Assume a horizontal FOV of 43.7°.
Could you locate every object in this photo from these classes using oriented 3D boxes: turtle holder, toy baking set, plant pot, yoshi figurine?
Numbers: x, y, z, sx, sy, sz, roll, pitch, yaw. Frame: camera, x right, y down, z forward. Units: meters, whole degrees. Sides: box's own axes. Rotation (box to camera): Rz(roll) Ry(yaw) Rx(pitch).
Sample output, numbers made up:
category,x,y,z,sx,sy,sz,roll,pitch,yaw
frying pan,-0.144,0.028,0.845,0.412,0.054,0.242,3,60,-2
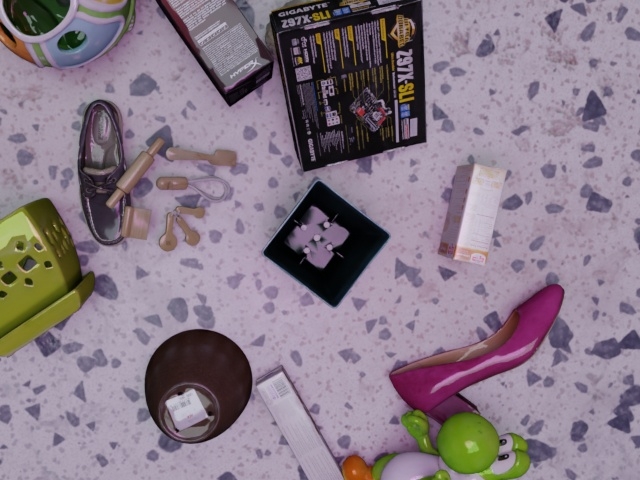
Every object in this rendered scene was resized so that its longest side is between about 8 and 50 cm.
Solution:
category,x,y,z,sx,sy,sz,roll,pitch,yaw
turtle holder,-0.434,-0.432,1.408,0.320,0.227,0.243,-10,108,2
toy baking set,-0.282,-0.097,1.537,0.197,0.030,0.256,36,83,-28
plant pot,0.000,0.000,1.492,0.166,0.234,0.165,37,89,-6
yoshi figurine,0.197,0.412,1.482,0.362,0.203,0.203,-24,73,20
plant pot,-0.237,0.290,1.492,0.215,0.230,0.215,0,93,-4
plant pot,-0.552,0.072,1.465,0.228,0.227,0.207,-33,101,-2

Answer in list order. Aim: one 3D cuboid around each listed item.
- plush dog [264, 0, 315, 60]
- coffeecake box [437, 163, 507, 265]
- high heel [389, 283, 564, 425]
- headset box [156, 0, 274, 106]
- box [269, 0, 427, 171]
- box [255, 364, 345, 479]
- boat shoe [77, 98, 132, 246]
category,x,y,z,sx,sy,sz,roll,pitch,yaw
plush dog,0.055,-0.424,1.513,0.225,0.210,0.262,25,91,-29
coffeecake box,0.293,-0.051,1.557,0.068,0.142,0.185,12,93,-5
high heel,0.314,0.198,1.587,0.181,0.127,0.377,40,86,1
headset box,-0.211,-0.405,1.463,0.110,0.218,0.293,-35,96,-2
box,0.060,-0.291,1.466,0.257,0.079,0.322,-16,137,-4
box,-0.026,0.405,1.598,0.067,0.063,0.324,-30,95,-1
boat shoe,-0.417,-0.129,1.524,0.103,0.092,0.285,-1,93,-5
